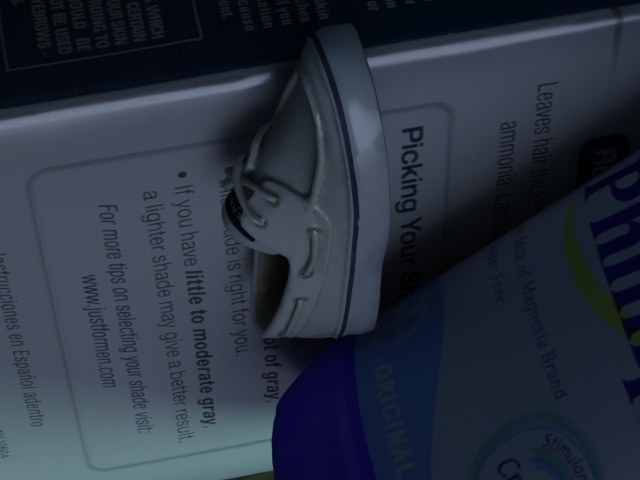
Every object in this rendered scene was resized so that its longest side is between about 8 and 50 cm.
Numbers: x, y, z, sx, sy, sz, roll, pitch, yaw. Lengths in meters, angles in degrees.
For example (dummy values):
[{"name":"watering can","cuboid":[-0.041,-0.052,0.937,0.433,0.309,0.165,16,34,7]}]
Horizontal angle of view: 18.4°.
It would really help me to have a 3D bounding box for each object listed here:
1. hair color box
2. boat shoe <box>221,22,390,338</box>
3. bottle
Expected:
[{"name":"hair color box","cuboid":[0.039,-0.034,0.546,0.347,0.105,0.174,-9,142,-6]},{"name":"boat shoe","cuboid":[-0.005,-0.009,0.451,0.035,0.035,0.100,-11,147,-9]},{"name":"bottle","cuboid":[0.120,0.017,0.454,0.283,0.118,0.092,-33,138,23]}]
